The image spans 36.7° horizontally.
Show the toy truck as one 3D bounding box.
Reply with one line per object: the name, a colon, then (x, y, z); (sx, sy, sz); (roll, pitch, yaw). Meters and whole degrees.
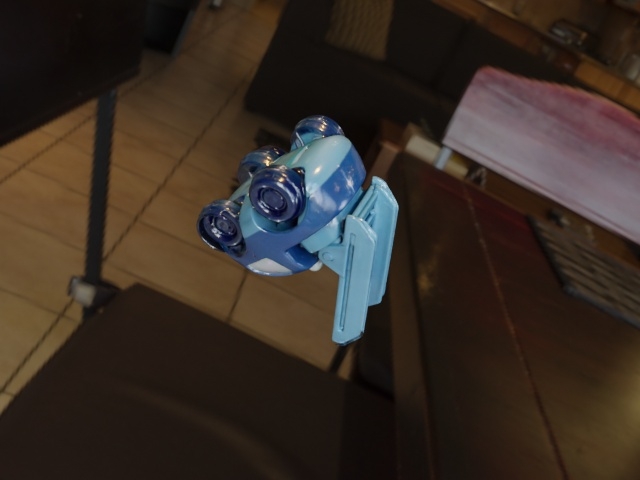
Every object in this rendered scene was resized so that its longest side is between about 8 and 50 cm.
toy truck: (0.000, 0.000, 0.410); (0.090, 0.073, 0.056); (51, 45, -16)
